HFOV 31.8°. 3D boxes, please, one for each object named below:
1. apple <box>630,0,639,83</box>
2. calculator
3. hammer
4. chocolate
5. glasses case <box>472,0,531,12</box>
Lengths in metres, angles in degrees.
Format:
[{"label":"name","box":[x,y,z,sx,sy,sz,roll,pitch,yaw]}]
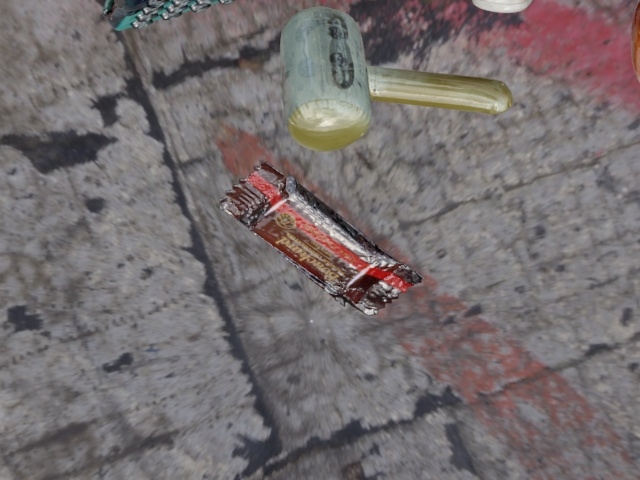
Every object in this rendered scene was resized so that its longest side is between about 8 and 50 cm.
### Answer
[{"label":"apple","box":[0.380,-0.210,1.054,0.199,0.199,0.199,0,86,0]},{"label":"calculator","box":[-0.182,-0.381,1.613,0.248,0.274,0.058,-21,88,-27]},{"label":"hammer","box":[0.101,-0.201,1.447,0.306,0.113,0.201,4,57,-11]},{"label":"chocolate","box":[0.000,0.000,0.977,0.182,0.086,0.028,37,44,-13]},{"label":"glasses case","box":[0.265,-0.366,1.563,0.081,0.204,0.051,8,124,16]}]
